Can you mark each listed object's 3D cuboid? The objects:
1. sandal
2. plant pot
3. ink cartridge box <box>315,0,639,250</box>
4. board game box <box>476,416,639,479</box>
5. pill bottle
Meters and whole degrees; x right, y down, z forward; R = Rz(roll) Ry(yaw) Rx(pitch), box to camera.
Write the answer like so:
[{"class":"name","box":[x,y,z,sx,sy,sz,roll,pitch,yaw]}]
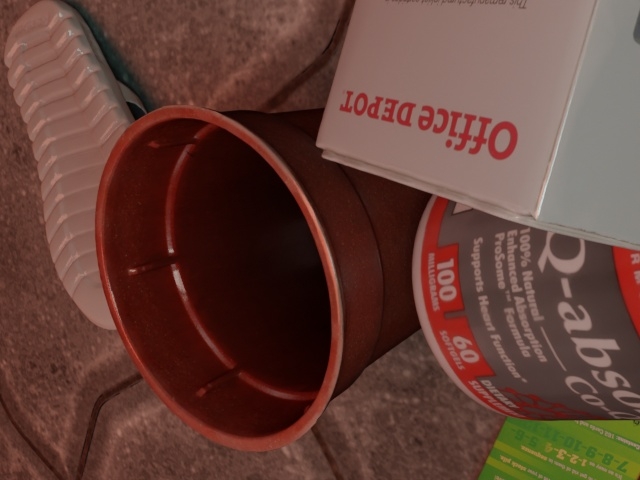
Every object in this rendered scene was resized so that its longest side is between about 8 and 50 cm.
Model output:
[{"class":"sandal","box":[-0.248,-0.100,1.189,0.169,0.102,0.416,-29,71,30]},{"class":"plant pot","box":[0.000,0.000,0.870,0.272,0.265,0.272,17,115,39]},{"class":"ink cartridge box","box":[0.133,-0.166,0.554,0.226,0.131,0.306,28,106,60]},{"class":"board game box","box":[0.216,0.190,0.900,0.124,0.039,0.259,36,124,29]},{"class":"pill bottle","box":[0.241,0.007,0.644,0.363,0.210,0.210,-17,93,57]}]
